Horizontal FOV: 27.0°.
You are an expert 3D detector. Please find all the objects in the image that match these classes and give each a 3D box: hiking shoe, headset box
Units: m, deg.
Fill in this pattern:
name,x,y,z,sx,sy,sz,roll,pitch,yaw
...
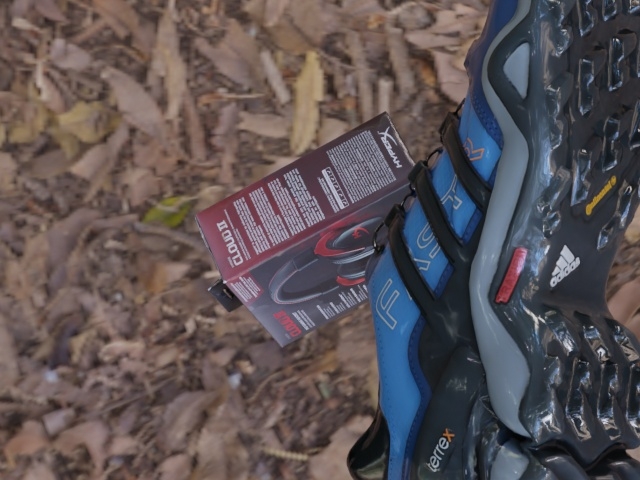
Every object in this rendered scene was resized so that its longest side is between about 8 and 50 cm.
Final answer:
name,x,y,z,sx,sy,sz,roll,pitch,yaw
hiking shoe,0.073,-0.019,0.589,0.132,0.113,0.304,-3,73,42
headset box,0.000,0.000,1.636,0.293,0.218,0.110,-28,59,3
